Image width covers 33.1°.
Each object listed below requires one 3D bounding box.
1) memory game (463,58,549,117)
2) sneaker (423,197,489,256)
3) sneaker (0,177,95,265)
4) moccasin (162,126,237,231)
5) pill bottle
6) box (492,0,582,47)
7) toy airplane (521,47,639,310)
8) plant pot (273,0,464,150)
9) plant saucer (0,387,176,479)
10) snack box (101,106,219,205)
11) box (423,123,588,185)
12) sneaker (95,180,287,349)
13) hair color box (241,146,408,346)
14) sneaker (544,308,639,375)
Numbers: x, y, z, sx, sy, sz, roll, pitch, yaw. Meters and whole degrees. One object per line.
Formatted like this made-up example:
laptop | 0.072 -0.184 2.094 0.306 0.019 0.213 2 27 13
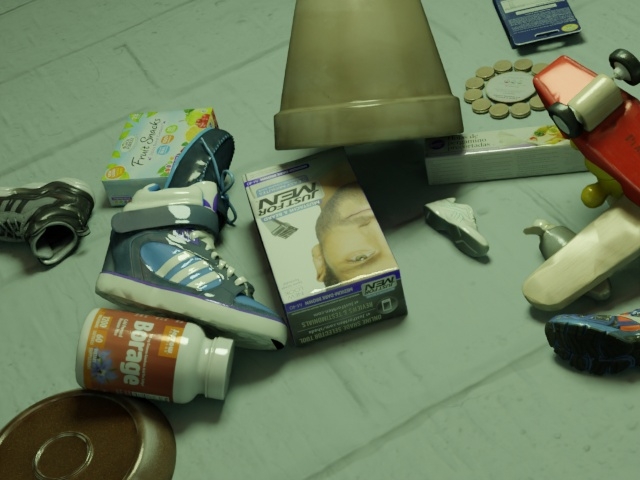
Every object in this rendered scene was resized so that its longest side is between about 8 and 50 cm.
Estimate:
memory game | 0.359 -0.285 2.016 0.186 0.012 0.186 -8 41 7
sneaker | 0.230 -0.028 1.738 0.061 0.054 0.152 -26 42 -17
sneaker | -0.535 -0.024 1.918 0.268 0.101 0.153 -13 38 -2
moccasin | -0.208 -0.043 1.847 0.116 0.138 0.342 11 61 21
pill bottle | -0.239 0.172 1.579 0.216 0.121 0.121 8 44 1
box | 0.432 -0.450 2.159 0.136 0.037 0.225 -12 40 4
toy airplane | 0.499 -0.076 1.593 0.386 0.272 0.385 3 81 7
plant pot | 0.068 -0.303 1.822 0.323 0.281 0.323 -6 6 1
plant saucer | -0.360 0.319 1.530 0.310 0.050 0.311 -7 42 7
snack box | -0.297 -0.159 2.025 0.174 0.070 0.207 -2 42 14
box | 0.340 -0.150 1.831 0.323 0.067 0.063 -6 41 12
sneaker | -0.173 0.018 1.667 0.322 0.130 0.236 15 71 14
hair color box | 0.000 0.000 1.734 0.185 0.110 0.339 -17 43 -4
sneaker | 0.423 0.135 1.493 0.221 0.083 0.087 7 32 16
